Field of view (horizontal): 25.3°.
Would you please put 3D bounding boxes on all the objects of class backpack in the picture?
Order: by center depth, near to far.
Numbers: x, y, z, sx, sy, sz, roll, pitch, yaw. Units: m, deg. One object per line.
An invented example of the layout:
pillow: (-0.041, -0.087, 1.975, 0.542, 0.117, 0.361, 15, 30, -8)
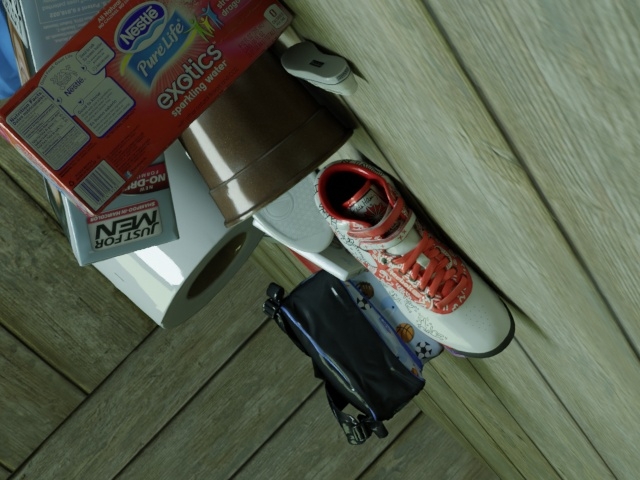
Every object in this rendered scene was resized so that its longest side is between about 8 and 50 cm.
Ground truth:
backpack: (0.055, 0.148, 2.180, 0.276, 0.213, 0.263, 56, 171, 3)

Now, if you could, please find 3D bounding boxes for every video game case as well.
video game case: (0.000, 0.000, 2.004, 0.157, 0.019, 0.143, 32, -161, 16)

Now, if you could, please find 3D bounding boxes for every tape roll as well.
tape roll: (-0.210, -0.014, 2.100, 0.169, 0.246, 0.246, 42, 174, 10)

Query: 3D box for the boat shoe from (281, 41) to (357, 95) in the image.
boat shoe: (0.001, -0.152, 1.290, 0.100, 0.035, 0.035, 26, 159, 51)

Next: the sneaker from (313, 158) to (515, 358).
sneaker: (0.096, 0.019, 1.557, 0.270, 0.090, 0.145, 45, 177, 21)

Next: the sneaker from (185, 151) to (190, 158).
sneaker: (-0.139, -0.157, 1.802, 0.090, 0.115, 0.232, 49, 173, -36)

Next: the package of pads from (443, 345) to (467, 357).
package of pads: (0.194, 0.142, 2.044, 0.050, 0.032, 0.083, 42, 174, -3)

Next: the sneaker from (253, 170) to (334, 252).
sneaker: (-0.079, -0.094, 1.966, 0.296, 0.104, 0.147, 47, 179, 12)

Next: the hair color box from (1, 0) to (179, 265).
hair color box: (-0.248, -0.185, 1.456, 0.185, 0.113, 0.374, -129, 26, -57)

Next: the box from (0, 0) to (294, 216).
box: (-0.162, -0.152, 1.293, 0.128, 0.257, 0.122, 45, 172, -9)

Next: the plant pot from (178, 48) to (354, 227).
plant pot: (-0.081, -0.126, 1.465, 0.165, 0.167, 0.167, 52, 173, -9)

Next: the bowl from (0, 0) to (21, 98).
bowl: (-0.419, -0.364, 1.702, 0.391, 0.077, 0.391, 162, 90, -90)

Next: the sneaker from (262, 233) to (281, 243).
sneaker: (-0.137, -0.113, 2.199, 0.282, 0.102, 0.161, 42, 171, 26)

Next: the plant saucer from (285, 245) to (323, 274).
plant saucer: (-0.005, 0.021, 2.488, 0.259, 0.048, 0.258, 45, 174, -14)
